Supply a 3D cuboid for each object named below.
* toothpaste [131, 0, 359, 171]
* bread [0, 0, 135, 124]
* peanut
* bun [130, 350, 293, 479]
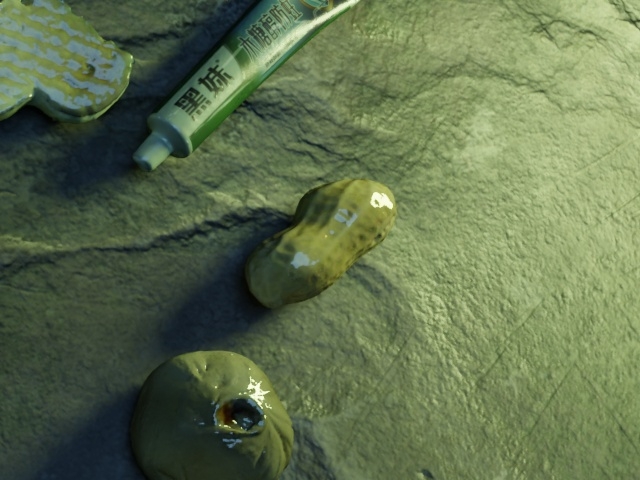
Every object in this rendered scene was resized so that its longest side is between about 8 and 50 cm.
[{"bbox_3d":[-0.089,-0.210,1.672,0.099,0.061,0.392,42,60,-3],"label":"toothpaste"},{"bbox_3d":[-0.326,-0.205,1.564,0.232,0.064,0.172,-7,79,-26],"label":"bread"},{"bbox_3d":[0.000,0.000,1.626,0.214,0.090,0.098,-43,105,-29],"label":"peanut"},{"bbox_3d":[-0.107,0.197,1.501,0.173,0.113,0.166,10,70,-18],"label":"bun"}]
